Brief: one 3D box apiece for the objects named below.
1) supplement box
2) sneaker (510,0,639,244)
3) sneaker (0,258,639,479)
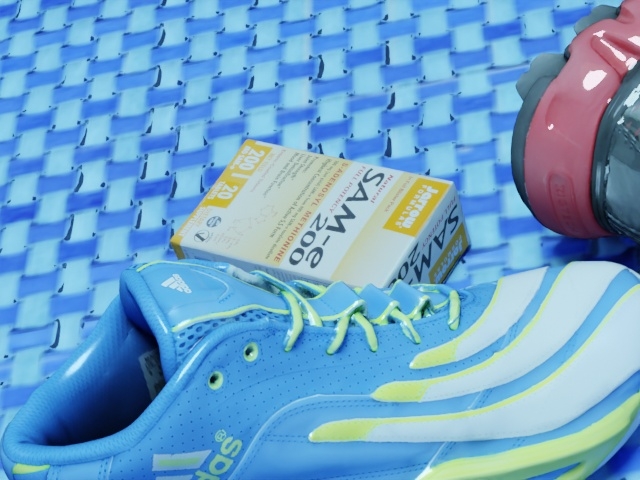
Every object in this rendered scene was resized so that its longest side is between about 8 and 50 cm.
[{"bbox_3d":[0.000,0.000,0.743,0.098,0.036,0.062,13,52,30],"label":"supplement box"},{"bbox_3d":[0.202,-0.085,0.704,0.276,0.098,0.135,-44,49,-14],"label":"sneaker"},{"bbox_3d":[0.005,0.049,0.622,0.240,0.126,0.091,-29,43,-9],"label":"sneaker"}]
